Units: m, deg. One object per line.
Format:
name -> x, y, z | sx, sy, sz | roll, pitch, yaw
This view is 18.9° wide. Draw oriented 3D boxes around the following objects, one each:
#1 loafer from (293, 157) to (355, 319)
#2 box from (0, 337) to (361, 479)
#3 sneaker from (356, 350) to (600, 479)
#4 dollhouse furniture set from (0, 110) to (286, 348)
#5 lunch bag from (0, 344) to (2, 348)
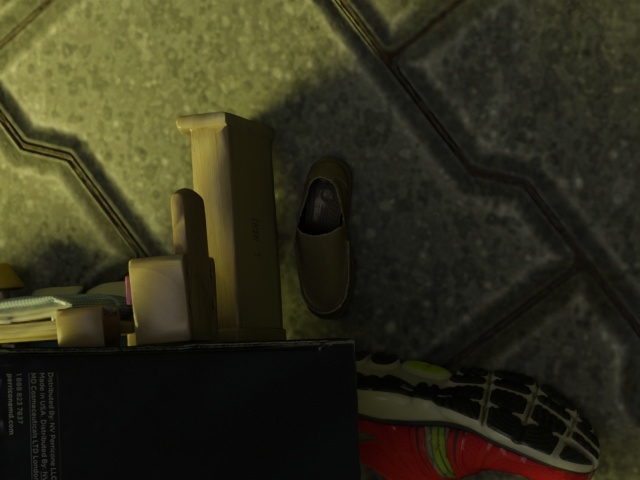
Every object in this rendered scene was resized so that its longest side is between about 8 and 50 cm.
loafer -> 0.000, 0.000, 1.736 | 0.056, 0.050, 0.148 | 0, 97, 17
box -> -0.139, 0.186, 1.596 | 0.294, 0.296, 0.183 | -2, 81, -13
sneaker -> 0.115, 0.179, 1.712 | 0.279, 0.107, 0.118 | 13, 116, 20
dollhouse furniture set -> -0.213, 0.003, 1.687 | 0.303, 0.286, 0.198 | -6, 85, 16
lunch bag -> -0.367, 0.221, 1.819 | 0.243, 0.115, 0.303 | -43, 70, 15
